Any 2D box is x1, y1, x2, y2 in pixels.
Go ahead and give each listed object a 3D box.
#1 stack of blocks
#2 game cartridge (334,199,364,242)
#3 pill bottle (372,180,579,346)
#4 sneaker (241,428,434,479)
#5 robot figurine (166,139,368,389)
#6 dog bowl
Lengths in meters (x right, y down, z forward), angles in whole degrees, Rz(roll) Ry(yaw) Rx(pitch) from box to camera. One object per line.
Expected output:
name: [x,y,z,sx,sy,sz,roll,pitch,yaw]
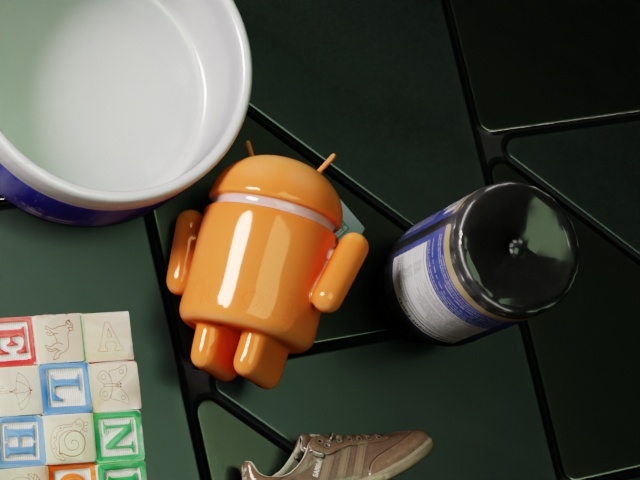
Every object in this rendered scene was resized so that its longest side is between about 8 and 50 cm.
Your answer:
stack of blocks: [-0.238,0.215,1.651,0.171,0.087,0.297,-2,78,-23]
game cartridge: [0.000,0.000,1.841,0.083,0.017,0.056,-42,91,-25]
pill bottle: [0.132,0.029,1.775,0.123,0.219,0.122,5,76,-21]
sneaker: [0.016,0.199,1.771,0.188,0.066,0.071,-23,86,-26]
robot figurine: [-0.050,0.019,1.749,0.128,0.158,0.219,20,75,-28]
dog bowl: [-0.201,-0.149,1.747,0.265,0.104,0.264,6,75,-21]
